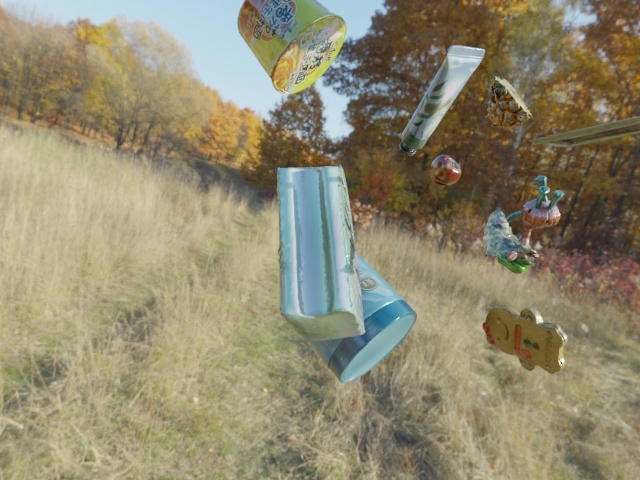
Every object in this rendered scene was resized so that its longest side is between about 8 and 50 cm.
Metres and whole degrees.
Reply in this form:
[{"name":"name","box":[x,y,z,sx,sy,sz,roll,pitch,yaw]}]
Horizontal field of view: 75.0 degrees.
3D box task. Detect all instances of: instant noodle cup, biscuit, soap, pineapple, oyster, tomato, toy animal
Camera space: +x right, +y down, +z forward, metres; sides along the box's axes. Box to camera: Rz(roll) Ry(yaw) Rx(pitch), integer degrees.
[{"name":"instant noodle cup","box":[-0.086,-0.570,1.145,0.200,0.264,0.264,51,14,9]},{"name":"biscuit","box":[0.494,0.236,1.034,0.036,0.166,0.225,-14,19,-25]},{"name":"soap","box":[0.000,0.000,0.979,0.156,0.446,0.261,-10,-30,8]},{"name":"pineapple","box":[0.680,-0.532,1.604,0.164,0.140,0.250,18,46,-34]},{"name":"oyster","box":[0.356,-0.010,0.823,0.106,0.061,0.200,-3,18,-8]},{"name":"tomato","box":[0.346,-0.192,1.159,0.087,0.075,0.087,24,40,-23]},{"name":"toy animal","box":[0.439,-0.034,0.889,0.100,0.208,0.103,-26,46,-38]}]

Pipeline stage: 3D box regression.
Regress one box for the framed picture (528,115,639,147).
[{"name":"framed picture","box":[0.521,-0.190,0.708,0.197,0.014,0.252,-10,4,-43]}]

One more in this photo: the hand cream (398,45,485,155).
[{"name":"hand cream","box":[0.230,-0.279,0.852,0.088,0.256,0.055,-4,57,-23]}]

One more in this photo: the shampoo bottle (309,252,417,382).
[{"name":"shampoo bottle","box":[0.088,0.236,1.409,0.343,0.331,0.331,47,23,29]}]
